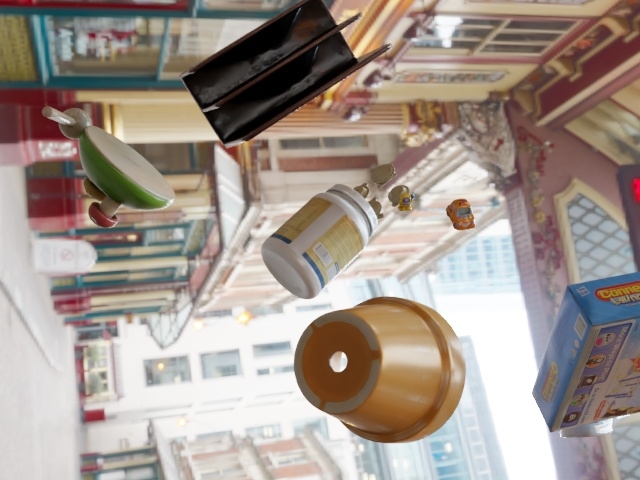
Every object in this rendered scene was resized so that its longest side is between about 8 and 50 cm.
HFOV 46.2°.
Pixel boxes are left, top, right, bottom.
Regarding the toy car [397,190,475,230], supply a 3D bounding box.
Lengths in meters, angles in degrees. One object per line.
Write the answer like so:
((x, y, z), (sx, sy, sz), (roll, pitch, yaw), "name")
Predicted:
((0.182, -0.048, 1.172), (0.060, 0.121, 0.041), (-80, 173, -49), "toy car")

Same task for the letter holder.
((-0.060, -0.301, 1.268), (0.152, 0.301, 0.214), (58, -12, -15), "letter holder")

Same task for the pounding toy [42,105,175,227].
((-0.364, -0.106, 1.231), (0.110, 0.237, 0.183), (-48, -171, 7), "pounding toy")

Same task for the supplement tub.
((0.000, 0.000, 1.430), (0.144, 0.199, 0.144), (38, -24, 21), "supplement tub")

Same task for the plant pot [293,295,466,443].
((0.066, 0.168, 1.006), (0.205, 0.188, 0.205), (-8, -106, 29), "plant pot")

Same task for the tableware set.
((0.135, -0.112, 1.783), (0.020, 0.141, 0.169), (54, 6, -41), "tableware set")

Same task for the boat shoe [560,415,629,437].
((0.535, 0.322, 1.464), (0.096, 0.267, 0.088), (-15, -98, 41), "boat shoe")

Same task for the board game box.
((0.536, 0.177, 1.255), (0.308, 0.301, 0.086), (90, -13, -45), "board game box")
